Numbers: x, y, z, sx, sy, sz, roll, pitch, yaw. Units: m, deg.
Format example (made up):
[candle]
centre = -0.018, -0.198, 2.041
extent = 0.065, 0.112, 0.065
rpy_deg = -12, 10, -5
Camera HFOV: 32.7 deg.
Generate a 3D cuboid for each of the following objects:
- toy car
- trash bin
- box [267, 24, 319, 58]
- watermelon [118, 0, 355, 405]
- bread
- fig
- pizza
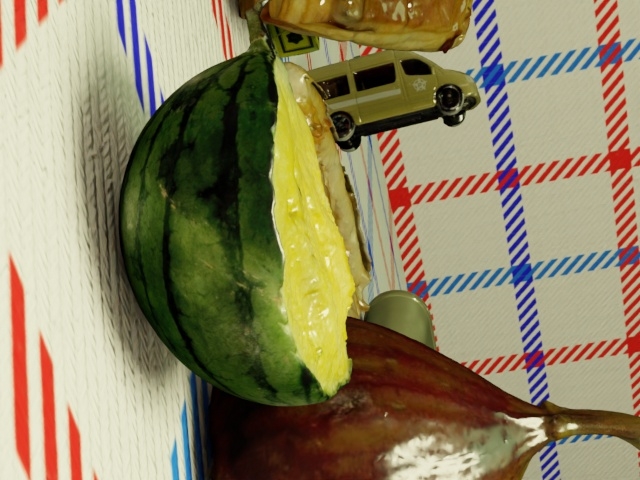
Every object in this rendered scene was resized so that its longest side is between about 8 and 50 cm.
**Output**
[toy car]
centre = 0.097, -0.212, 1.577
extent = 0.101, 0.257, 0.124
rpy_deg = 31, 46, -79
[trash bin]
centre = 0.138, 0.238, 1.853
extent = 0.247, 0.121, 0.243
rpy_deg = -74, 154, -68
[box]
centre = -0.052, -0.359, 1.374
extent = 0.220, 0.064, 0.141
rpy_deg = 69, 13, -48
[watermelon]
centre = -0.053, -0.008, 0.647
extent = 0.204, 0.127, 0.232
rpy_deg = -81, 158, -66
[bread]
centre = 0.036, -0.367, 1.202
extent = 0.370, 0.192, 0.314
rpy_deg = -15, 111, -54
[fig]
centre = 0.086, 0.148, 0.771
extent = 0.217, 0.321, 0.216
rpy_deg = -9, 90, -88
[pizza]
centre = -0.003, -0.026, 1.266
extent = 0.435, 0.080, 0.391
rpy_deg = -86, 164, -68
